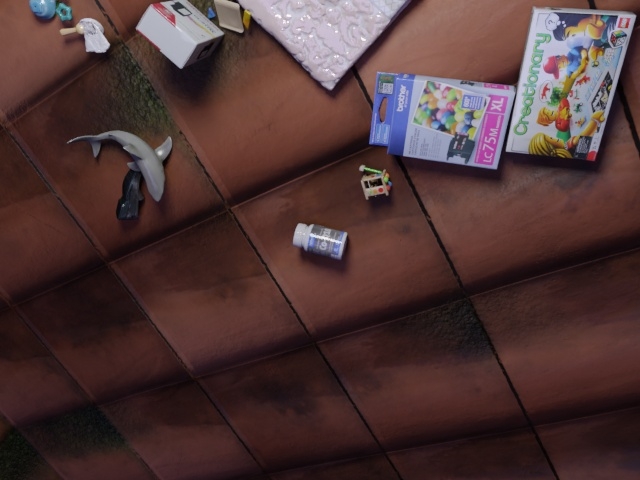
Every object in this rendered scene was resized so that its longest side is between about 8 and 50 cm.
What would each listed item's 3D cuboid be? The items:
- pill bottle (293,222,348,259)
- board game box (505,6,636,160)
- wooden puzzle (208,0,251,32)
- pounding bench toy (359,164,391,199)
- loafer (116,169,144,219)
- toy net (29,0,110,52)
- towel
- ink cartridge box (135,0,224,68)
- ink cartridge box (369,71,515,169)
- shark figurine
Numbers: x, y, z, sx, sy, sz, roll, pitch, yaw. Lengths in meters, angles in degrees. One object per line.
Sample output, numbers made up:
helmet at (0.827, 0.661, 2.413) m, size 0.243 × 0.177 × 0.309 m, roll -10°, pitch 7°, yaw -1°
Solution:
pill bottle at (0.000, 0.000, 1.518) m, size 0.137 × 0.078 × 0.078 m, roll 14°, pitch 122°, yaw 7°
board game box at (0.522, -0.330, 1.200) m, size 0.192 × 0.053 × 0.305 m, roll 8°, pitch 121°, yaw 12°
wooden puzzle at (-0.209, -0.521, 1.297) m, size 0.116 × 0.014 × 0.078 m, roll 26°, pitch 151°, yaw 9°
pounding bench toy at (0.139, -0.155, 1.406) m, size 0.065 × 0.052 × 0.083 m, roll -10°, pitch 116°, yaw 20°
loafer at (-0.537, -0.135, 1.611) m, size 0.061 × 0.062 × 0.170 m, roll 7°, pitch 122°, yaw -35°
toy net at (-0.613, -0.560, 1.391) m, size 0.232 × 0.045 × 0.122 m, roll 32°, pitch 120°, yaw -6°
towel at (0.002, -0.549, 1.220) m, size 0.332 × 0.053 × 0.317 m, roll 43°, pitch 121°, yaw -10°
ink cartridge box at (-0.314, -0.475, 1.277) m, size 0.127 × 0.175 × 0.072 m, roll 40°, pitch 119°, yaw -9°
ink cartridge box at (0.270, -0.278, 1.297) m, size 0.311 × 0.065 × 0.186 m, roll 11°, pitch 121°, yaw 11°
shark figurine at (-0.518, -0.244, 1.493) m, size 0.278 × 0.116 × 0.166 m, roll 33°, pitch 102°, yaw 6°
